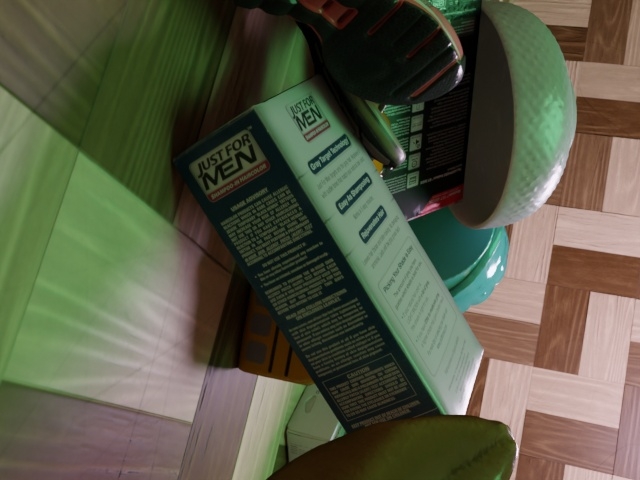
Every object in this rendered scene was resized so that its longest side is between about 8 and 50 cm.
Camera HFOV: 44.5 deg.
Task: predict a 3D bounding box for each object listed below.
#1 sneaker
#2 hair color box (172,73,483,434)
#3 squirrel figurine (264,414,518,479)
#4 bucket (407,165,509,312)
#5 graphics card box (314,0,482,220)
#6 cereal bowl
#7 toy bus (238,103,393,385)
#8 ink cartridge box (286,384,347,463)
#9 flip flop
[{"bbox_3d":[0.018,-0.242,0.695,0.314,0.116,0.136,29,52,-31],"label":"sneaker"},{"bbox_3d":[0.022,0.024,0.768,0.347,0.105,0.174,59,27,-8],"label":"hair color box"},{"bbox_3d":[-0.062,0.325,0.644,0.370,0.397,0.281,-41,-133,45],"label":"squirrel figurine"},{"bbox_3d":[0.201,-0.012,1.399,0.183,0.281,0.281,47,54,-66],"label":"bucket"},{"bbox_3d":[0.104,-0.204,1.073,0.232,0.094,0.371,-20,125,-32],"label":"graphics card box"},{"bbox_3d":[0.280,-0.188,1.174,0.339,0.141,0.339,174,-90,-78],"label":"cereal bowl"},{"bbox_3d":[0.000,0.000,0.940,0.108,0.130,0.333,12,87,-72],"label":"toy bus"},{"bbox_3d":[0.003,0.324,1.229,0.127,0.072,0.175,-59,153,-52],"label":"ink cartridge box"},{"bbox_3d":[0.030,-0.205,0.814,0.277,0.080,0.112,65,-7,-3],"label":"flip flop"}]
